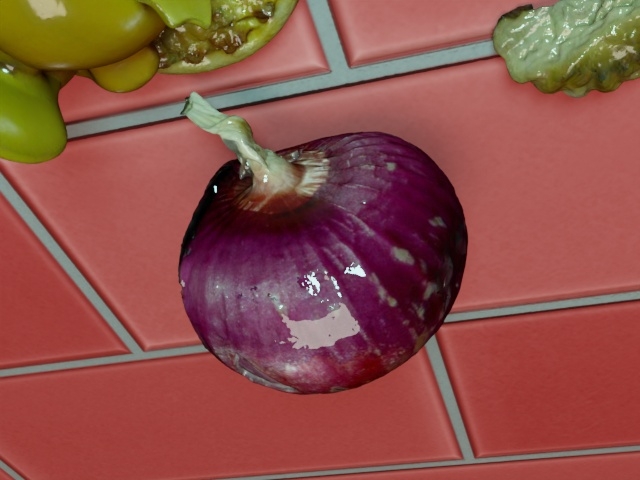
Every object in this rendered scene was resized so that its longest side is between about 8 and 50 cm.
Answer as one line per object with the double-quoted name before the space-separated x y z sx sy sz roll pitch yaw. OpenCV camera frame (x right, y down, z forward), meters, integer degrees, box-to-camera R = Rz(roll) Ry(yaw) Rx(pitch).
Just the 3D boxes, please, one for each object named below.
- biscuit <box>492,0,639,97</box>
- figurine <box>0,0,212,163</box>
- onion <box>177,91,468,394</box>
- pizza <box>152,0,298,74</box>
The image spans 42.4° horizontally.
"biscuit" 0.246 -0.172 0.685 0.183 0.061 0.118 -29 131 31
"figurine" -0.208 -0.180 0.622 0.215 0.215 0.228 29 123 -26
"onion" 0.019 0.021 0.792 0.230 0.256 0.272 0 164 28
"pizza" -0.107 -0.196 0.694 0.175 0.046 0.134 -29 130 32
